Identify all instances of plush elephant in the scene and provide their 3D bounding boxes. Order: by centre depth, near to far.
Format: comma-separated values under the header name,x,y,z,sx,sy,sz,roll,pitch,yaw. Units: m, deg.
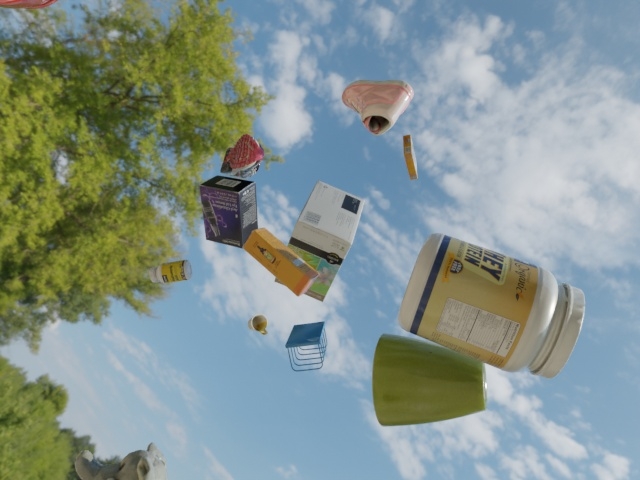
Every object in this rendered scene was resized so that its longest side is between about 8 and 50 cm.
name,x,y,z,sx,sy,sz,roll,pitch,yaw
plush elephant,-0.425,0.545,0.887,0.329,0.256,0.272,14,-28,-14

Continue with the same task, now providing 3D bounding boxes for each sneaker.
name,x,y,z,sx,sy,sz,roll,pitch,yaw
sneaker,0.068,-0.193,0.637,0.051,0.070,0.134,36,-12,-39
sneaker,-0.245,-0.275,1.468,0.299,0.112,0.121,6,-100,65

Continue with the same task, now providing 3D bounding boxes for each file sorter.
name,x,y,z,sx,sy,sz,roll,pitch,yaw
file sorter,-0.042,0.370,1.528,0.118,0.170,0.105,-9,-79,9

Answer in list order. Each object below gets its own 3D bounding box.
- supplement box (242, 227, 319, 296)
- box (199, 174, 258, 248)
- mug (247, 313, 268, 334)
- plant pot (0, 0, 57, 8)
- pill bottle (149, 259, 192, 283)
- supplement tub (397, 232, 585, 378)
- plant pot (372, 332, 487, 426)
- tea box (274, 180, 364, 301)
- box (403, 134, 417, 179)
name,x,y,z,sx,sy,sz,roll,pitch,yaw
supplement box,-0.120,0.061,1.318,0.233,0.080,0.078,40,-68,9
box,-0.300,-0.096,1.448,0.153,0.108,0.207,11,-60,20
mug,-0.230,0.306,1.565,0.064,0.062,0.078,-28,-108,55
plant pot,-0.505,-0.473,0.701,0.174,0.191,0.191,-126,-162,-67
pill bottle,-0.460,0.098,1.342,0.116,0.065,0.065,-9,-61,0
supplement tub,0.344,0.134,0.913,0.316,0.228,0.228,20,-49,15
plant pot,0.332,0.416,1.288,0.293,0.275,0.275,-5,-64,23
tea box,0.000,0.000,1.729,0.219,0.329,0.324,22,-54,0
box,0.285,-0.256,1.374,0.028,0.081,0.136,-9,-35,19
